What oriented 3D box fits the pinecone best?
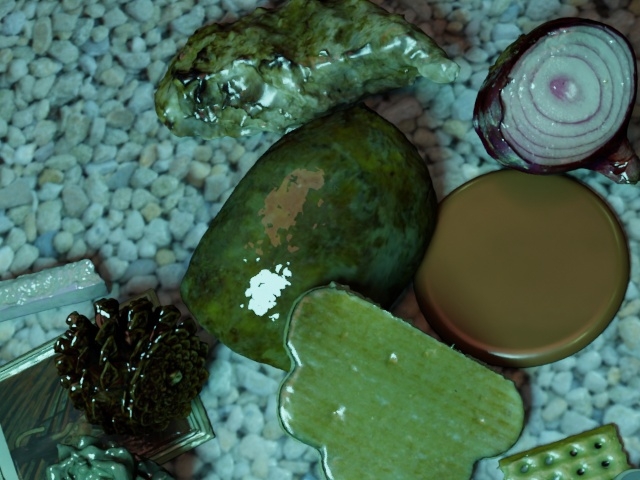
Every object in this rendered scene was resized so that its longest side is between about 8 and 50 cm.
[{"bbox_3d":[-0.225,0.137,1.399,0.165,0.163,0.163,17,72,35],"label":"pinecone"}]

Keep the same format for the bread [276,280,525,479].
[{"bbox_3d":[0.067,0.181,1.333,0.286,0.056,0.207,33,84,-3],"label":"bread"}]

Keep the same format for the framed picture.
[{"bbox_3d":[-0.285,0.202,1.477,0.273,0.016,0.216,-28,63,1],"label":"framed picture"}]

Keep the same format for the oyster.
[{"bbox_3d":[-0.023,-0.249,1.562,0.396,0.111,0.204,-9,62,14],"label":"oyster"}]

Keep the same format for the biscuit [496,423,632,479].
[{"bbox_3d":[0.283,0.316,1.288,0.139,0.016,0.231,-19,64,4],"label":"biscuit"}]

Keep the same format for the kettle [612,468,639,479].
[{"bbox_3d":[0.395,0.307,1.193,0.243,0.160,0.210,4,48,17],"label":"kettle"}]

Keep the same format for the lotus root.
[{"bbox_3d":[0.004,0.003,1.402,0.314,0.210,0.142,-52,41,2],"label":"lotus root"}]

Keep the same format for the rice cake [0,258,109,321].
[{"bbox_3d":[-0.392,0.077,1.538,0.270,0.055,0.049,-15,75,7],"label":"rice cake"}]

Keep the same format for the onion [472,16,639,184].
[{"bbox_3d":[0.290,-0.144,1.429,0.218,0.140,0.195,41,87,-10],"label":"onion"}]

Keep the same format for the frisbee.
[{"bbox_3d":[0.228,0.026,1.426,0.251,0.021,0.250,-5,65,11],"label":"frisbee"}]

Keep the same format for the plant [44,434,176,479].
[{"bbox_3d":[-0.220,0.292,1.323,0.129,0.194,0.132,12,69,23],"label":"plant"}]
